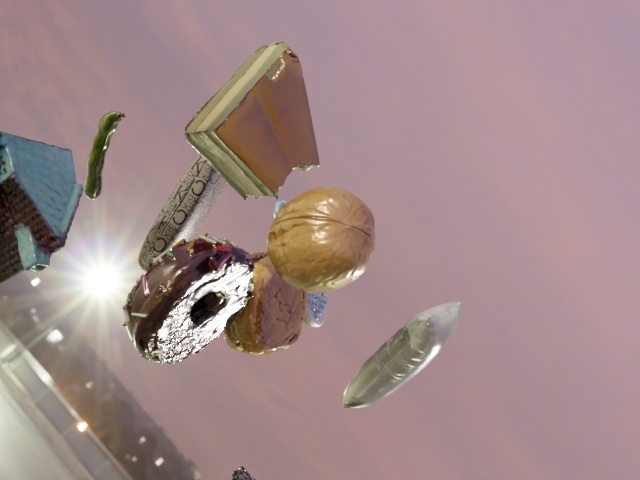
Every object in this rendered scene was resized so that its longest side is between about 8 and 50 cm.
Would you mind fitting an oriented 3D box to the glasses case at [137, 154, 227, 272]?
[{"bbox_3d":[-0.317,-0.073,2.281,0.085,0.354,0.137,33,6,11],"label":"glasses case"}]

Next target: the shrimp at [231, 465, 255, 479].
[{"bbox_3d":[-0.146,0.485,1.748,0.152,0.046,0.219,10,-51,35],"label":"shrimp"}]

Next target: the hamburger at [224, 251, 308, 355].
[{"bbox_3d":[-0.114,0.123,1.898,0.108,0.213,0.213,10,-39,36],"label":"hamburger"}]

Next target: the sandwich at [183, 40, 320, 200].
[{"bbox_3d":[-0.090,-0.205,1.724,0.198,0.227,0.155,47,-20,-26],"label":"sandwich"}]

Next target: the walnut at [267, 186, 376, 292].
[{"bbox_3d":[0.000,0.000,1.508,0.165,0.165,0.197,54,-27,-15],"label":"walnut"}]

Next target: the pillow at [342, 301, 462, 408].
[{"bbox_3d":[0.147,0.206,1.726,0.078,0.254,0.144,52,26,20],"label":"pillow"}]

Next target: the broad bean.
[{"bbox_3d":[-0.471,-0.186,2.062,0.053,0.052,0.256,28,-52,-1],"label":"broad bean"}]

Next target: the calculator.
[{"bbox_3d":[-0.048,0.052,2.157,0.188,0.042,0.302,-51,123,-66],"label":"calculator"}]

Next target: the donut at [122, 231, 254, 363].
[{"bbox_3d":[-0.232,0.101,1.694,0.103,0.270,0.269,42,-19,22],"label":"donut"}]

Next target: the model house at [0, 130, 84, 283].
[{"bbox_3d":[-0.617,-0.034,1.818,0.230,0.281,0.248,14,57,-49],"label":"model house"}]
